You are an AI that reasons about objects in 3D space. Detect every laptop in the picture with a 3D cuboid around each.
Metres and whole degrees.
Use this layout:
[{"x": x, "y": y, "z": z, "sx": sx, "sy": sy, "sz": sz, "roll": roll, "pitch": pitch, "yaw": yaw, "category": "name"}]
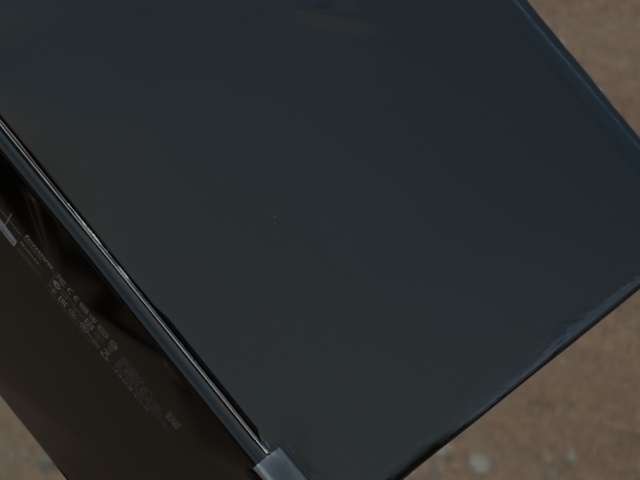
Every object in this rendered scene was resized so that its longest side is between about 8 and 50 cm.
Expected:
[{"x": -0.059, "y": -0.019, "z": 1.116, "sx": 0.236, "sy": 0.408, "sz": 0.382, "roll": -36, "pitch": 85, "yaw": -30, "category": "laptop"}]

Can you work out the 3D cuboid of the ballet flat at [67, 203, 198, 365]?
[{"x": 0.000, "y": 0.000, "z": 1.250, "sx": 0.409, "sy": 0.147, "sz": 0.147, "roll": -2, "pitch": 36, "yaw": -24, "category": "ballet flat"}]
